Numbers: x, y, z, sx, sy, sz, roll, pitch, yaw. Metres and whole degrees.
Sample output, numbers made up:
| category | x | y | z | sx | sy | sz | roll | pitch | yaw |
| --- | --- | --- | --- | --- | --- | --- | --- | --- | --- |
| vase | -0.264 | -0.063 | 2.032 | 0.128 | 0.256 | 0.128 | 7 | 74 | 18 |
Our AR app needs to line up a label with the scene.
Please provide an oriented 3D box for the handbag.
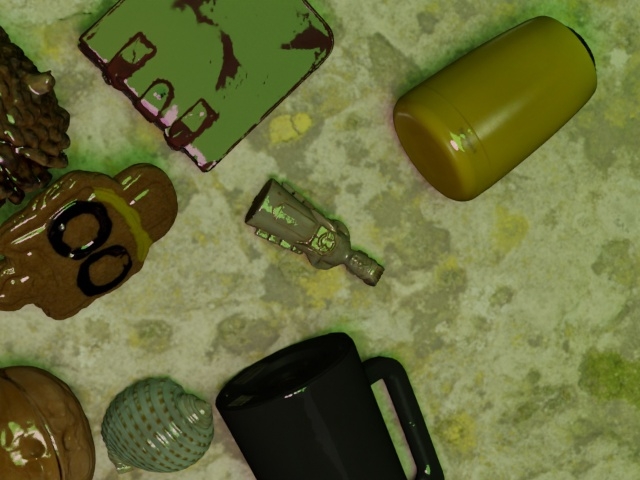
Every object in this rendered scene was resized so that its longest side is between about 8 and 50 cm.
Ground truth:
| category | x | y | z | sx | sy | sz | roll | pitch | yaw |
| --- | --- | --- | --- | --- | --- | --- | --- | --- | --- |
| handbag | -0.150 | -0.265 | 1.864 | 0.275 | 0.084 | 0.260 | -44 | 105 | -8 |

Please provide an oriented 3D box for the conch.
| category | x | y | z | sx | sy | sz | roll | pitch | yaw |
| --- | --- | --- | --- | --- | --- | --- | --- | --- | --- |
| conch | -0.220 | 0.252 | 1.867 | 0.153 | 0.102 | 0.135 | -26 | 85 | -11 |

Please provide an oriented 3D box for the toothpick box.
| category | x | y | z | sx | sy | sz | roll | pitch | yaw |
| --- | --- | --- | --- | --- | --- | --- | --- | --- | --- |
| toothpick box | 0.252 | -0.193 | 1.927 | 0.271 | 0.175 | 0.175 | -36 | 102 | -14 |

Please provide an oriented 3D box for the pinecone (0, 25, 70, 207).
| category | x | y | z | sx | sy | sz | roll | pitch | yaw |
| --- | --- | --- | --- | --- | --- | --- | --- | --- | --- |
| pinecone | -0.444 | -0.146 | 1.712 | 0.257 | 0.243 | 0.243 | -21 | 99 | -10 |

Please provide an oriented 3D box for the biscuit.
| category | x | y | z | sx | sy | sz | roll | pitch | yaw |
| --- | --- | --- | --- | --- | --- | --- | --- | --- | --- |
| biscuit | -0.313 | 0.005 | 1.794 | 0.290 | 0.041 | 0.208 | -35 | 139 | -11 |

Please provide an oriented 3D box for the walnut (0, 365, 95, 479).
| category | x | y | z | sx | sy | sz | roll | pitch | yaw |
| --- | --- | --- | --- | --- | --- | --- | --- | --- | --- |
| walnut | -0.381 | 0.263 | 1.792 | 0.167 | 0.167 | 0.207 | -20 | 100 | -13 |

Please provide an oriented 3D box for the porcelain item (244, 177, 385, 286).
| category | x | y | z | sx | sy | sz | roll | pitch | yaw |
| --- | --- | --- | --- | --- | --- | --- | --- | --- | --- |
| porcelain item | 0.000 | 0.000 | 1.931 | 0.213 | 0.054 | 0.084 | 33 | 87 | -15 |

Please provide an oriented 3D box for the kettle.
| category | x | y | z | sx | sy | sz | roll | pitch | yaw |
| --- | --- | --- | --- | --- | --- | --- | --- | --- | --- |
| kettle | 0.020 | 0.297 | 1.909 | 0.203 | 0.262 | 0.308 | -20 | 104 | 23 |
